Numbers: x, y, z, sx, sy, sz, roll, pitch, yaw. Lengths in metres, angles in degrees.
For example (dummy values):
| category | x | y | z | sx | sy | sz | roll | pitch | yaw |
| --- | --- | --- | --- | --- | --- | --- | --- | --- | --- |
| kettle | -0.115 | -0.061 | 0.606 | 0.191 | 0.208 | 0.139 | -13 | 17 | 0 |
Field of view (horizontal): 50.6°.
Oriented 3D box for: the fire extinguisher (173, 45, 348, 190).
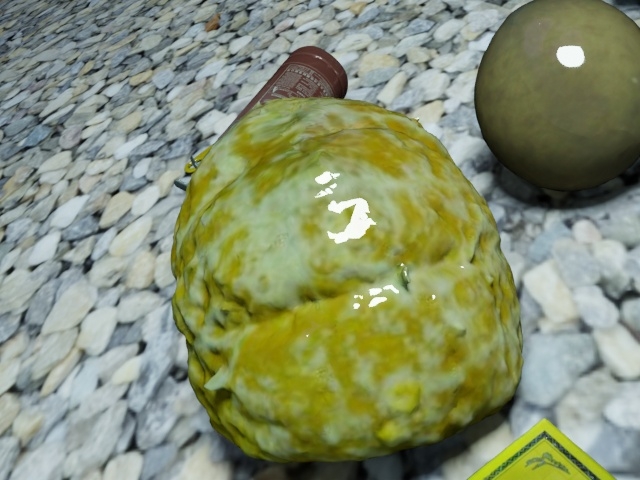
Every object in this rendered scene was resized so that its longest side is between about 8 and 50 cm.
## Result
| category | x | y | z | sx | sy | sz | roll | pitch | yaw |
| --- | --- | --- | --- | --- | --- | --- | --- | --- | --- |
| fire extinguisher | -0.066 | -0.131 | 0.831 | 0.104 | 0.105 | 0.269 | 6 | 47 | 33 |

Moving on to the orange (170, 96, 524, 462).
| category | x | y | z | sx | sy | sz | roll | pitch | yaw |
| --- | --- | --- | --- | --- | --- | --- | --- | --- | --- |
| orange | 0.000 | 0.000 | 0.558 | 0.270 | 0.210 | 0.369 | -20 | 40 | 1 |

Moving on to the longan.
| category | x | y | z | sx | sy | sz | roll | pitch | yaw |
| --- | --- | --- | --- | --- | --- | --- | --- | --- | --- |
| longan | 0.227 | -0.137 | 0.632 | 0.189 | 0.189 | 0.189 | -15 | 38 | 12 |

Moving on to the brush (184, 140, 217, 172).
| category | x | y | z | sx | sy | sz | roll | pitch | yaw |
| --- | --- | --- | --- | --- | --- | --- | --- | --- | --- |
| brush | -0.111 | -0.157 | 0.960 | 0.205 | 0.011 | 0.083 | -40 | 41 | -18 |

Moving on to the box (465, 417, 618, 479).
| category | x | y | z | sx | sy | sz | roll | pitch | yaw |
| --- | --- | --- | --- | --- | --- | --- | --- | --- | --- |
| box | 0.144 | 0.211 | 0.342 | 0.141 | 0.064 | 0.220 | -34 | 41 | -13 |
